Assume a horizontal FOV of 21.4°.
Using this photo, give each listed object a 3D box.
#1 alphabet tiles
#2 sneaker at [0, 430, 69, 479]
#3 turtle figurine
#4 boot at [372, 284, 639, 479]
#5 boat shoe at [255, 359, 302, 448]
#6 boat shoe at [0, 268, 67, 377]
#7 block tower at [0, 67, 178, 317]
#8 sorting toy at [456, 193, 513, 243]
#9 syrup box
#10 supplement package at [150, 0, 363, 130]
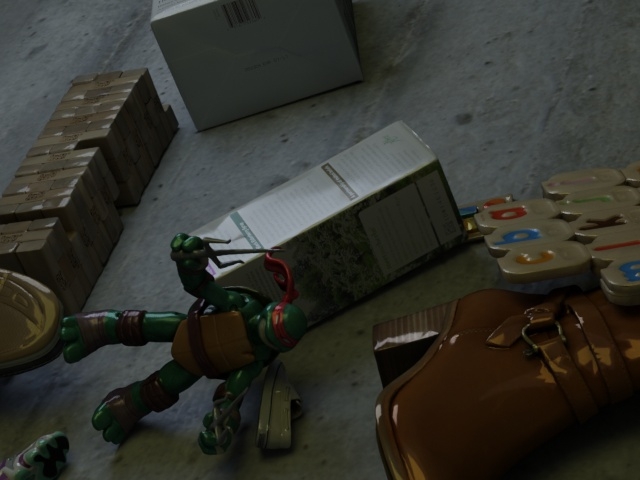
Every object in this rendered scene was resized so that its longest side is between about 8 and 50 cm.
[{"bbox_3d":[0.272,-0.013,1.365,0.278,0.021,0.284,-9,20,-1],"label":"alphabet tiles"},{"bbox_3d":[-0.262,0.192,1.426,0.069,0.038,0.098,11,44,39],"label":"sneaker"},{"bbox_3d":[-0.094,0.087,1.377,0.234,0.175,0.118,-17,-8,31],"label":"turtle figurine"},{"bbox_3d":[0.155,0.127,1.242,0.220,0.109,0.283,-12,26,7],"label":"boot"},{"bbox_3d":[-0.032,0.135,1.388,0.035,0.035,0.100,10,31,-2],"label":"boat shoe"},{"bbox_3d":[-0.342,0.093,1.565,0.285,0.092,0.103,-8,57,26],"label":"boat shoe"},{"bbox_3d":[-0.247,-0.056,1.732,0.091,0.097,0.335,-6,34,21],"label":"block tower"},{"bbox_3d":[0.158,-0.024,1.525,0.083,0.012,0.062,-13,33,13],"label":"sorting toy"},{"bbox_3d":[0.000,0.000,1.498,0.237,0.093,0.096,-28,33,-6],"label":"syrup box"},{"bbox_3d":[-0.070,-0.256,1.872,0.194,0.149,0.203,-16,34,8],"label":"supplement package"}]
